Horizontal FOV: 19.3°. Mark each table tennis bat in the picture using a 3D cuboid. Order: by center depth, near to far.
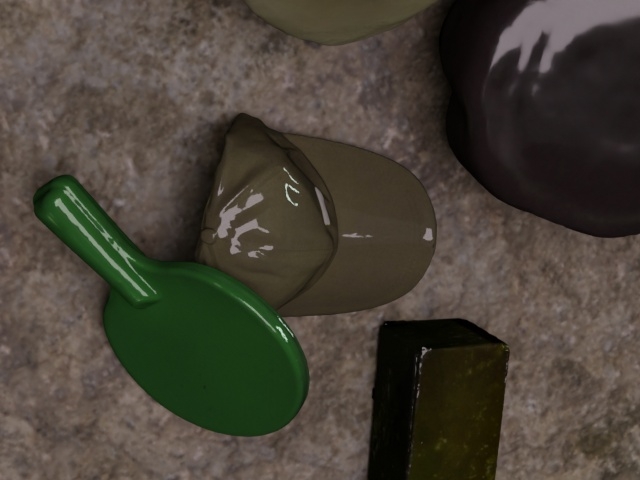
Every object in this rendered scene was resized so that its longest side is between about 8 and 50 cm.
[{"bbox_3d":[-0.114,0.050,1.375,0.257,0.160,0.039,47,44,-18],"label":"table tennis bat"}]

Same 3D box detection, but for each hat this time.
[{"bbox_3d":[0.000,0.000,1.405,0.173,0.144,0.166,8,103,3],"label":"hat"}]

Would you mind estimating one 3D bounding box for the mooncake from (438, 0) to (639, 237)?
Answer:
[{"bbox_3d":[0.210,-0.124,1.425,0.244,0.133,0.245,-5,111,-14],"label":"mooncake"}]

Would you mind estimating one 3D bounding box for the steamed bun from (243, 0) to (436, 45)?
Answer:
[{"bbox_3d":[0.034,-0.325,1.267,0.352,0.247,0.339,-46,111,1],"label":"steamed bun"}]

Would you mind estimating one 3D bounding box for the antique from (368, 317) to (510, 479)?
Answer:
[{"bbox_3d":[0.090,0.179,1.495,0.081,0.080,0.221,-1,103,-20],"label":"antique"}]
